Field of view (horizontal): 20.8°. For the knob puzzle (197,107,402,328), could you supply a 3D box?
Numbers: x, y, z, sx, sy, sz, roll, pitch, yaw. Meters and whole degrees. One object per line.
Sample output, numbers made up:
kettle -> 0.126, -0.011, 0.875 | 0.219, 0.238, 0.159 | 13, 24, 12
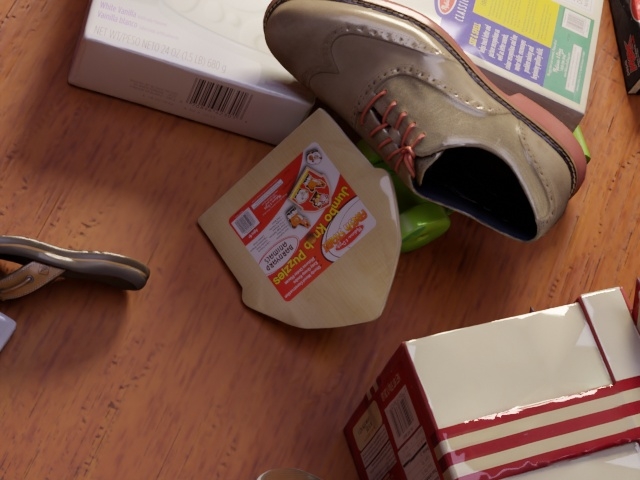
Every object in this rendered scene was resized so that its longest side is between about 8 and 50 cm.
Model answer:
knob puzzle -> 0.000, 0.000, 1.674 | 0.213, 0.030, 0.213 | -2, 86, 23

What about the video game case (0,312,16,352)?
video game case -> -0.420, 0.098, 1.551 | 0.227, 0.026, 0.206 | 31, 59, -2

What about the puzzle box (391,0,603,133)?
puzzle box -> 0.169, -0.290, 1.857 | 0.272, 0.052, 0.409 | 24, 42, -6

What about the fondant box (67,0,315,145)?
fondant box -> -0.105, -0.283, 1.806 | 0.238, 0.096, 0.330 | 16, 59, -10

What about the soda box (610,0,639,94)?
soda box -> 0.366, -0.249, 1.960 | 0.053, 0.060, 0.169 | 1, 64, -16

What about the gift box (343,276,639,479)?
gift box -> 0.191, 0.181, 1.576 | 0.258, 0.255, 0.276 | -10, 71, -20

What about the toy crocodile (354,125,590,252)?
toy crocodile -> 0.127, -0.065, 1.776 | 0.340, 0.105, 0.115 | -23, 72, -22

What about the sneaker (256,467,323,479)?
sneaker -> 0.017, 0.330, 1.537 | 0.106, 0.123, 0.290 | -6, 42, -40

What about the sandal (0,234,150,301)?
sandal -> -0.268, 0.031, 1.613 | 0.219, 0.090, 0.060 | 12, 83, -20

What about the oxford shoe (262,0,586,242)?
oxford shoe -> 0.089, -0.122, 1.645 | 0.348, 0.123, 0.130 | 30, 38, 3
